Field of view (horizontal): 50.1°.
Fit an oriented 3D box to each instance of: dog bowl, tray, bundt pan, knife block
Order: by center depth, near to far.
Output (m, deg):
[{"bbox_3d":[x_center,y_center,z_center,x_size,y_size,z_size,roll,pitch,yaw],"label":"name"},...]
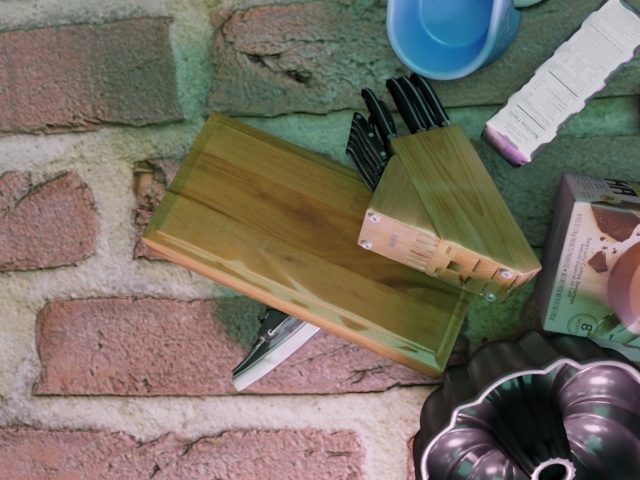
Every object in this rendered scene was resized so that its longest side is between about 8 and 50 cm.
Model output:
[{"bbox_3d":[0.159,-0.327,0.810,0.166,0.074,0.297,16,130,19],"label":"dog bowl"},{"bbox_3d":[0.265,0.249,0.848,0.331,0.124,0.330,-2,114,-5],"label":"bundt pan"},{"bbox_3d":[0.153,-0.082,0.848,0.276,0.088,0.242,23,62,7],"label":"knife block"},{"bbox_3d":[0.000,0.000,0.897,0.411,0.076,0.202,23,73,6],"label":"tray"}]

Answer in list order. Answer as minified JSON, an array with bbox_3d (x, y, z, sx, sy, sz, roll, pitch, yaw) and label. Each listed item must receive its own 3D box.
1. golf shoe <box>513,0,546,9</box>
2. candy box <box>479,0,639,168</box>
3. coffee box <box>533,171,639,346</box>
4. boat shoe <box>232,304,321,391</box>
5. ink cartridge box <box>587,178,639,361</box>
[{"bbox_3d":[0.206,-0.354,0.867,0.198,0.094,0.077,22,96,5],"label":"golf shoe"},{"bbox_3d":[0.288,-0.183,0.829,0.070,0.165,0.196,44,100,5],"label":"candy box"},{"bbox_3d":[0.421,0.034,0.796,0.298,0.119,0.168,9,113,8],"label":"coffee box"},{"bbox_3d":[-0.046,0.114,0.950,0.228,0.080,0.076,-41,81,8],"label":"boat shoe"},{"bbox_3d":[0.445,0.046,0.890,0.189,0.066,0.232,8,116,8],"label":"ink cartridge box"}]
